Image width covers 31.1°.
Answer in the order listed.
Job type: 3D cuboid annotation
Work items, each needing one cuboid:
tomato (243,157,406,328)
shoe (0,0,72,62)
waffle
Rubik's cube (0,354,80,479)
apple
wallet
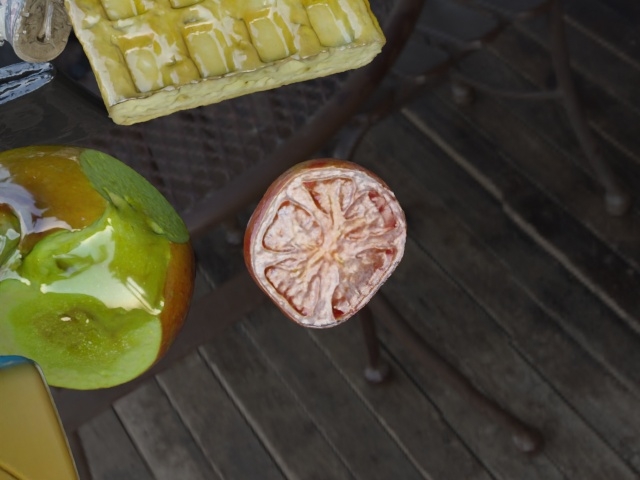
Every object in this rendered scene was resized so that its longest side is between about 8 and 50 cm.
[{"bbox_3d":[0.000,0.000,1.606,0.236,0.237,0.095,-27,19,-11],"label":"tomato"},{"bbox_3d":[-0.320,-0.288,1.260,0.092,0.180,0.089,17,13,38],"label":"shoe"},{"bbox_3d":[-0.090,-0.210,1.044,0.274,0.057,0.168,-18,73,-19],"label":"waffle"},{"bbox_3d":[-0.504,0.340,1.331,0.351,0.347,0.352,-12,4,37],"label":"Rubik's cube"},{"bbox_3d":[-0.380,0.030,1.689,0.384,0.374,0.374,16,53,35],"label":"apple"},{"bbox_3d":[-0.498,-0.217,1.979,0.228,0.406,0.062,-20,85,3],"label":"wallet"}]
